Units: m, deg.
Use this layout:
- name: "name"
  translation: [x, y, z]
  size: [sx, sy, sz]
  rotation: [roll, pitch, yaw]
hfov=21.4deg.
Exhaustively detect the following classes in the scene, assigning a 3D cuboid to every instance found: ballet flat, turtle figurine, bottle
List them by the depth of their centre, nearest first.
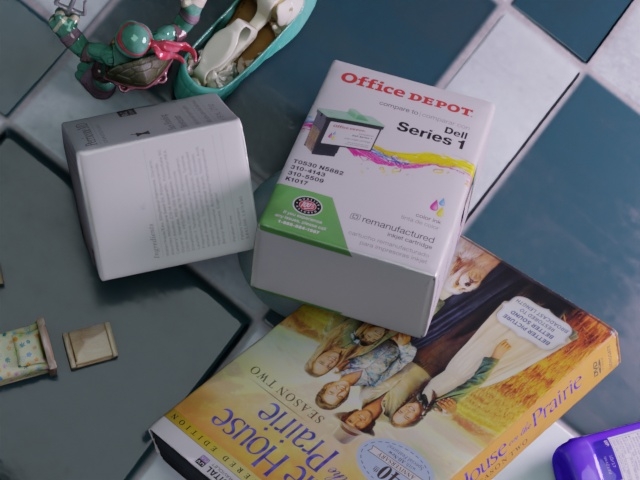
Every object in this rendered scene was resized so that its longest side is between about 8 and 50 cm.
- name: "turtle figurine"
  translation: [-0.213, -0.222, 1.881]
  size: [0.175, 0.234, 0.118]
  rotation: [-4, 80, -10]
- name: "bottle"
  translation: [0.417, 0.257, 1.967]
  size: [0.283, 0.092, 0.118]
  rotation: [-14, 83, -11]
- name: "ballet flat"
  translation: [-0.078, -0.250, 1.983]
  size: [0.083, 0.087, 0.247]
  rotation: [40, 77, 0]

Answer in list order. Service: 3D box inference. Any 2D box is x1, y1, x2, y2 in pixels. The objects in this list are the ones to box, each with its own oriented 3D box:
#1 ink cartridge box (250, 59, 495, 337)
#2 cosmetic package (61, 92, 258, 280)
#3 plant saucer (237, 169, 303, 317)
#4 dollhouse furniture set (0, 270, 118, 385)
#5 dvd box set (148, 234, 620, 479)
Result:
- name: "ink cartridge box"
  translation: [0.062, -0.052, 1.881]
  size: [0.201, 0.117, 0.278]
  rotation: [16, 50, 7]
- name: "cosmetic package"
  translation: [-0.179, -0.062, 1.879]
  size: [0.183, 0.151, 0.151]
  rotation: [-12, 109, -12]
- name: "plant saucer"
  translation: [0.000, 0.000, 1.977]
  size: [0.195, 0.037, 0.195]
  rotation: [2, 79, -9]
- name: "dollhouse furniture set"
  translation: [-0.332, 0.073, 1.879]
  size: [0.182, 0.101, 0.161]
  rotation: [-15, 83, -11]
- name: "dvd box set"
  translation: [0.068, 0.166, 1.818]
  size: [0.420, 0.062, 0.307]
  rotation: [-37, 49, -22]
